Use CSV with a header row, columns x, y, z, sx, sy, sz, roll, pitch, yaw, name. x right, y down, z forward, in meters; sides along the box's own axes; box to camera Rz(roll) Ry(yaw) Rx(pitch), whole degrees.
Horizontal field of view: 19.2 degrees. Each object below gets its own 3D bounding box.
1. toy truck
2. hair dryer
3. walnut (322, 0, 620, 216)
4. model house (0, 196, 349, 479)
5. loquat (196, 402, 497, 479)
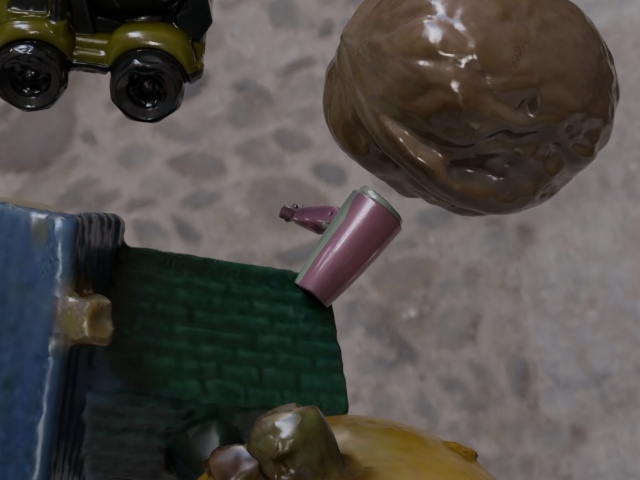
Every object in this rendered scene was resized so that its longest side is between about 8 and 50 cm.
x,y,z,sx,sy,sz,roll,pitch,yaw,name
-0.211,-0.218,1.793,0.224,0.165,0.147,4,34,-3,toy truck
0.003,-0.006,1.684,0.106,0.054,0.154,-49,26,-3,hair dryer
0.136,-0.143,1.747,0.273,0.273,0.227,20,86,34,walnut
-0.199,0.135,1.629,0.382,0.335,0.342,6,3,-29,model house
0.010,0.262,1.358,0.328,0.360,0.328,-9,29,5,loquat
